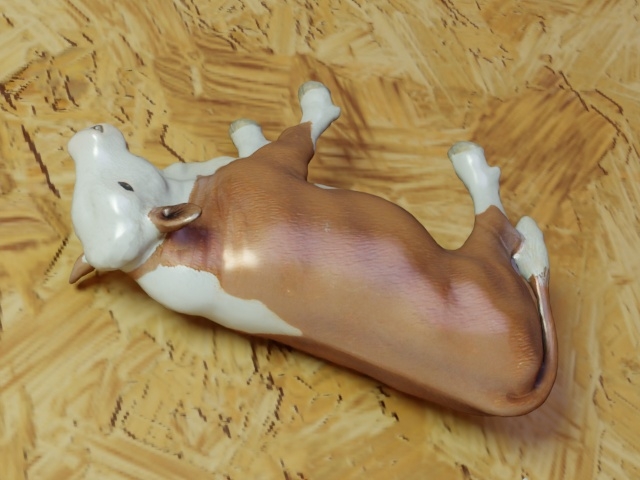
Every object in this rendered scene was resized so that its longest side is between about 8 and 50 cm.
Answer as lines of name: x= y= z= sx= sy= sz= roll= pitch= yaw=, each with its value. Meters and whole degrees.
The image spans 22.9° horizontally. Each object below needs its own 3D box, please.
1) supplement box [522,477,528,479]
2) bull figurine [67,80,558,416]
supplement box: x=0.125 y=0.192 z=0.892 sx=0.098 sy=0.036 sz=0.062 roll=46 pitch=47 yaw=12
bull figurine: x=0.000 y=0.000 z=0.932 sx=0.310 sy=0.101 sz=0.188 roll=26 pitch=45 yaw=-7
